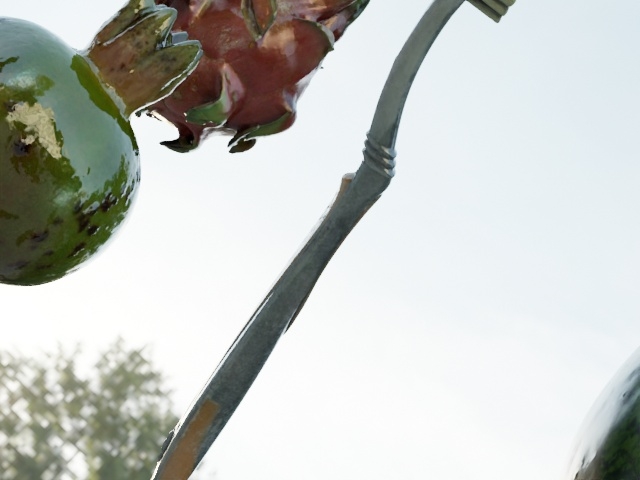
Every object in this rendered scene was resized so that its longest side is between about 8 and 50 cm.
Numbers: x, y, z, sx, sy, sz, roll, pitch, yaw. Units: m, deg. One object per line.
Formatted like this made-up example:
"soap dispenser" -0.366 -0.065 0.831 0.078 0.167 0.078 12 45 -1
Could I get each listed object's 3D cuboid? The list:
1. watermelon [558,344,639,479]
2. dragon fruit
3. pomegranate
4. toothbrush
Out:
"watermelon" 0.208 0.134 0.495 0.269 0.269 0.269 27 -36 22
"dragon fruit" -0.039 -0.149 0.951 0.135 0.236 0.137 60 -11 -7
"pomegranate" -0.161 -0.065 0.761 0.159 0.205 0.159 52 -4 5
"toothbrush" 0.000 0.000 0.622 0.037 0.028 0.375 31 -70 -8
